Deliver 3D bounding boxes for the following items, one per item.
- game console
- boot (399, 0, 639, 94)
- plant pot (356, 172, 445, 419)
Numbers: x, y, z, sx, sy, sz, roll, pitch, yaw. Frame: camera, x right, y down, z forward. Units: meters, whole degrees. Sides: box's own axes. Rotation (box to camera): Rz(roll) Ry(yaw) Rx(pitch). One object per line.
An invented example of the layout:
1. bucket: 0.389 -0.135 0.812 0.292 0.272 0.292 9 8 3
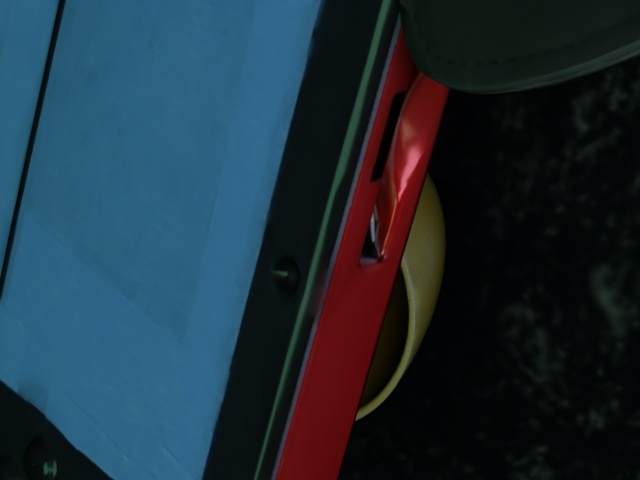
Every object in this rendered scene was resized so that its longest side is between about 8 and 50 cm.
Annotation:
1. game console: -0.097 -0.051 0.710 0.342 0.060 0.386 31 113 38
2. boot: 0.183 -0.080 0.539 0.263 0.229 0.091 -20 64 33
3. plant pot: 0.000 0.000 0.758 0.134 0.095 0.134 13 119 25
